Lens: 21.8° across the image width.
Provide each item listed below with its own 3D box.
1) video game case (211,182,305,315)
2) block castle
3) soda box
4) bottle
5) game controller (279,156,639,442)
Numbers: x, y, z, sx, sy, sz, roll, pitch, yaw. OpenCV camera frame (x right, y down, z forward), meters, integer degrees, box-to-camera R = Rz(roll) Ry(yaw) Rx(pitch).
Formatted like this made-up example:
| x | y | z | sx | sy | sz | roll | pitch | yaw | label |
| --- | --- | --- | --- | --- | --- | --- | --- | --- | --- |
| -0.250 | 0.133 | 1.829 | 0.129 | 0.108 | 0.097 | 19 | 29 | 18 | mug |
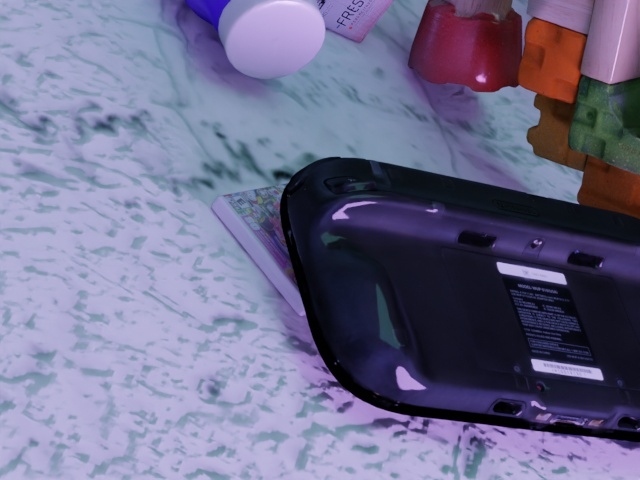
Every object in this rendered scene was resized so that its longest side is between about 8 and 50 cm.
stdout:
| x | y | z | sx | sy | sz | roll | pitch | yaw | label |
| --- | --- | --- | --- | --- | --- | --- | --- | --- | --- |
| 0.000 | 0.000 | 0.994 | 0.087 | 0.011 | 0.122 | 50 | 32 | 19 | video game case |
| 0.313 | -0.120 | 1.181 | 0.453 | 0.213 | 0.303 | 26 | 27 | 38 | block castle |
| 0.007 | -0.233 | 1.263 | 0.063 | 0.058 | 0.183 | 20 | 35 | -29 | soda box |
| -0.065 | -0.226 | 1.142 | 0.118 | 0.092 | 0.283 | 14 | 39 | -34 | bottle |
| 0.122 | 0.040 | 1.000 | 0.319 | 0.067 | 0.166 | 10 | 57 | -32 | game controller |
